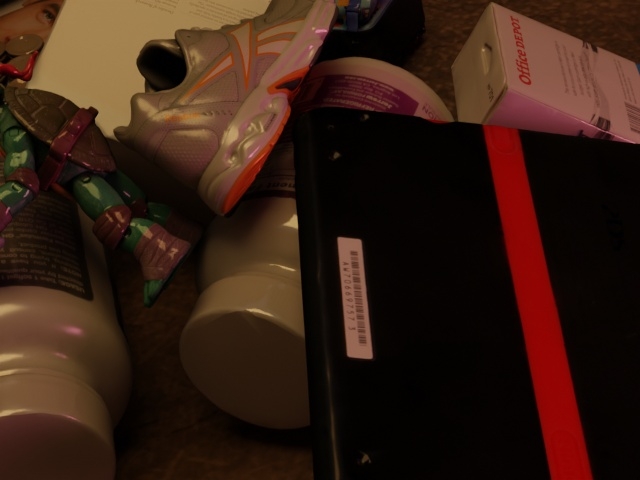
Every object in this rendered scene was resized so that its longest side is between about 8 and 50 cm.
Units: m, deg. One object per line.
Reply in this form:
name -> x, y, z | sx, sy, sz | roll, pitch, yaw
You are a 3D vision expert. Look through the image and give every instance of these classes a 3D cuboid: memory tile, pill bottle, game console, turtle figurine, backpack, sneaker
memory tile -> -0.310, -0.143, 1.329 | 0.113, 0.012, 0.148 | -11, 40, -2
pill bottle -> -0.241, 0.070, 1.105 | 0.176, 0.176, 0.318 | -15, 39, -5
game console -> 0.152, 0.067, 0.997 | 0.342, 0.060, 0.387 | 5, 48, -11
turtle figurine -> -0.199, -0.046, 1.037 | 0.234, 0.118, 0.175 | 34, 28, -2
backpack -> 0.002, -0.231, 1.459 | 0.173, 0.117, 0.158 | 9, 43, 26
pill bottle -> 0.000, 0.000, 1.141 | 0.169, 0.169, 0.301 | 6, 43, 19
sneaker -> -0.071, -0.137, 1.093 | 0.121, 0.099, 0.262 | 29, 39, -6

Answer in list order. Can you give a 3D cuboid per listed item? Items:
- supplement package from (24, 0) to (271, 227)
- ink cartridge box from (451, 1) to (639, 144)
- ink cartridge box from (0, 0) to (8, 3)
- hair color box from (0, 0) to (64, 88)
supplement package -> -0.134, -0.145, 1.265 | 0.194, 0.149, 0.203 | 19, 71, 2
ink cartridge box -> 0.215, -0.108, 1.222 | 0.190, 0.082, 0.140 | 19, 37, -15
ink cartridge box -> -0.275, -0.302, 1.623 | 0.154, 0.093, 0.212 | -35, 46, -27
hair color box -> -0.321, -0.144, 1.428 | 0.374, 0.114, 0.185 | -20, 41, -12
